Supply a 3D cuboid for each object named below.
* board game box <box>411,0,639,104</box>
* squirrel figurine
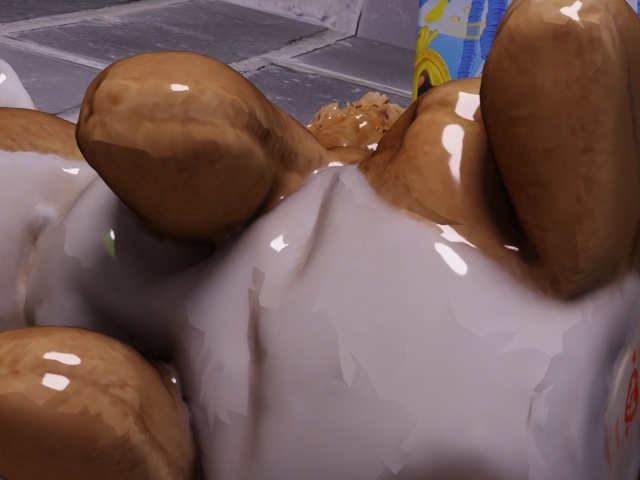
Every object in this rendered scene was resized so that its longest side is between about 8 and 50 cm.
[{"bbox_3d":[0.195,-0.125,1.043,0.086,0.302,0.308,5,-2,-36],"label":"board game box"},{"bbox_3d":[-0.033,0.040,0.650,0.370,0.281,0.397,9,-1,25],"label":"squirrel figurine"}]
